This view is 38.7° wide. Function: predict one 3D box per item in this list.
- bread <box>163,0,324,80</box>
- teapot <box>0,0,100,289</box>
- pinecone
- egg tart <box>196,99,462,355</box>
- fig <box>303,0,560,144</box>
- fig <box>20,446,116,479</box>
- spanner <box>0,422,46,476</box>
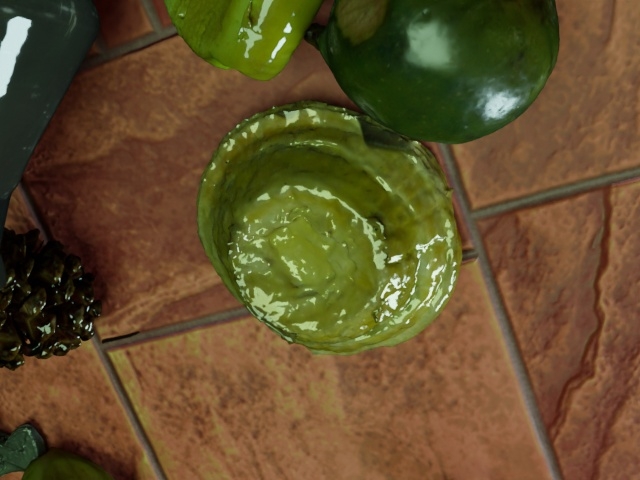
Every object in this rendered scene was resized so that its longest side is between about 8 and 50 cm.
[{"bbox_3d":[-0.009,-0.320,0.791,0.166,0.112,0.384,48,121,32],"label":"bread"},{"bbox_3d":[-0.405,-0.133,0.877,0.305,0.376,0.362,10,99,-35],"label":"teapot"},{"bbox_3d":[-0.329,0.068,1.032,0.173,0.173,0.174,6,113,14],"label":"pinecone"},{"bbox_3d":[0.000,0.000,0.930,0.290,0.115,0.290,5,112,13],"label":"egg tart"},{"bbox_3d":[0.087,-0.184,0.810,0.244,0.195,0.195,3,118,54],"label":"fig"},{"bbox_3d":[-0.317,0.345,1.156,0.166,0.144,0.154,60,151,-3],"label":"fig"},{"bbox_3d":[-0.472,0.347,1.259,0.093,0.026,0.325,40,118,-3],"label":"spanner"}]
